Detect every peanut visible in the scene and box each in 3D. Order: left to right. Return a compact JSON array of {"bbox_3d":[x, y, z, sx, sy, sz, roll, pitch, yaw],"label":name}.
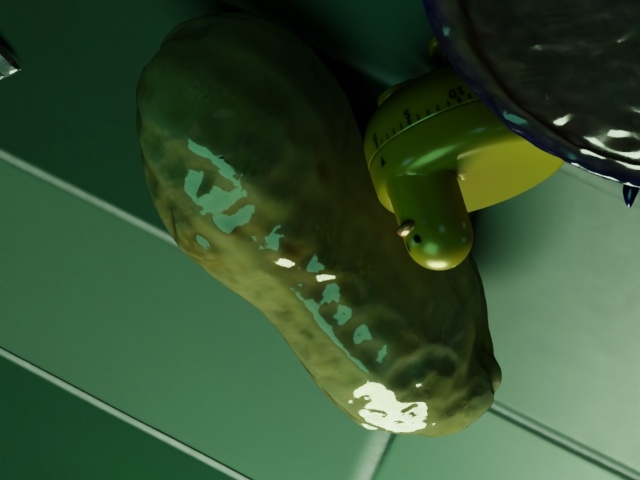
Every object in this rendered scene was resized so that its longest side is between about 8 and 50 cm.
[{"bbox_3d":[0.000,0.000,1.069,0.130,0.130,0.290,-15,123,48],"label":"peanut"}]

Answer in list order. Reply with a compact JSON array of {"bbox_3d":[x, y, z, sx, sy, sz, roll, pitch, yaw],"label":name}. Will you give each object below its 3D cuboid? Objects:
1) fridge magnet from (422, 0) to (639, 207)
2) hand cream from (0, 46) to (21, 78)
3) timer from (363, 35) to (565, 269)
[{"bbox_3d":[0.147,-0.118,0.812,0.265,0.113,0.265,20,143,16],"label":"fridge magnet"},{"bbox_3d":[-0.293,-0.108,1.244,0.235,0.055,0.086,-18,125,40],"label":"hand cream"},{"bbox_3d":[0.076,-0.040,0.966,0.107,0.107,0.109,-45,57,55],"label":"timer"}]
